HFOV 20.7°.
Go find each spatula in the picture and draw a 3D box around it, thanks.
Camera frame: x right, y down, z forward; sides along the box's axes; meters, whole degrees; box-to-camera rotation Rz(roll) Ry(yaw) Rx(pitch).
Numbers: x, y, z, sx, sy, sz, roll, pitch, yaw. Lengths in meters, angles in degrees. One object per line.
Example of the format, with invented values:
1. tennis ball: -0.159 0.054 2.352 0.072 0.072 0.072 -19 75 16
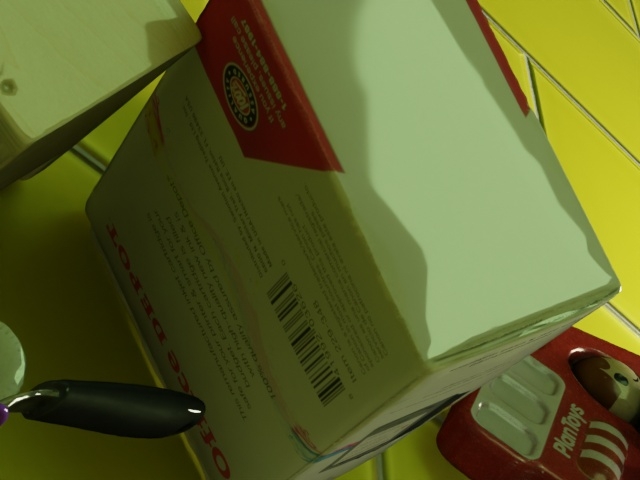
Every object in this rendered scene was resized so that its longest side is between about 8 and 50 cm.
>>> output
1. spatula: -0.123 0.073 0.714 0.030 0.084 0.296 65 21 13

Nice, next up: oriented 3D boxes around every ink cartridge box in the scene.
1. ink cartridge box: 0.000 0.000 0.962 0.131 0.306 0.226 -20 78 -26

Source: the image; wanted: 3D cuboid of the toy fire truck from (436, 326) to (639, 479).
1. toy fire truck: 0.227 0.157 1.389 0.254 0.169 0.302 37 27 0

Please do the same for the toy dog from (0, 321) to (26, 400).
1. toy dog: -0.215 0.026 0.747 0.333 0.161 0.220 58 26 2

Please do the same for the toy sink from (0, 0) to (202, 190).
1. toy sink: -0.198 -0.099 0.918 0.131 0.234 0.153 -37 96 -34
